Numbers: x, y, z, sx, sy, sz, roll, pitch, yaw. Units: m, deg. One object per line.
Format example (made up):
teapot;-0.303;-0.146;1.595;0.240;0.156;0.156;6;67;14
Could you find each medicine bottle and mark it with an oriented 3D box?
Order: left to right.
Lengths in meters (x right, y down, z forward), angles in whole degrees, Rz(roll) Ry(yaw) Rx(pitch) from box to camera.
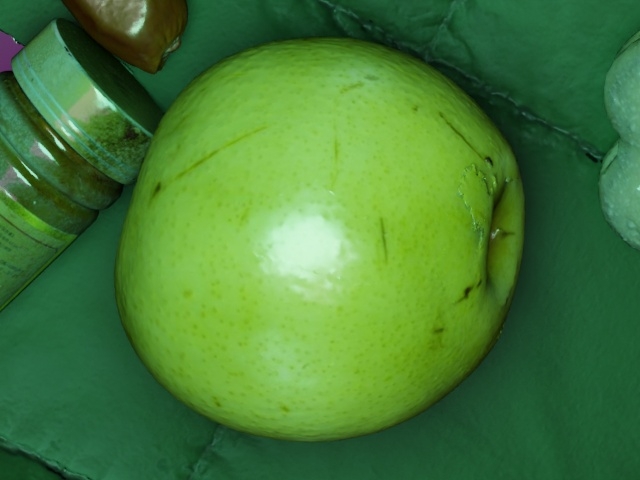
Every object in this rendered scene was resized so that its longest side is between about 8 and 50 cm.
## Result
medicine bottle;-0.292;-0.032;1.584;0.322;0.151;0.151;-43;96;10

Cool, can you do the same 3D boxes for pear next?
pear;0.000;0.000;1.491;0.348;0.348;0.348;0;100;2

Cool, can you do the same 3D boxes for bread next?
bread;0.336;-0.086;1.567;0.183;0.102;0.337;7;113;13

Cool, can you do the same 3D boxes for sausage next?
sausage;-0.234;-0.296;1.567;0.094;0.097;0.348;-37;97;-2

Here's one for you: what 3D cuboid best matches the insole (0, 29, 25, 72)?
insole;-0.277;-0.146;1.641;0.253;0.005;0.086;21;101;-1
